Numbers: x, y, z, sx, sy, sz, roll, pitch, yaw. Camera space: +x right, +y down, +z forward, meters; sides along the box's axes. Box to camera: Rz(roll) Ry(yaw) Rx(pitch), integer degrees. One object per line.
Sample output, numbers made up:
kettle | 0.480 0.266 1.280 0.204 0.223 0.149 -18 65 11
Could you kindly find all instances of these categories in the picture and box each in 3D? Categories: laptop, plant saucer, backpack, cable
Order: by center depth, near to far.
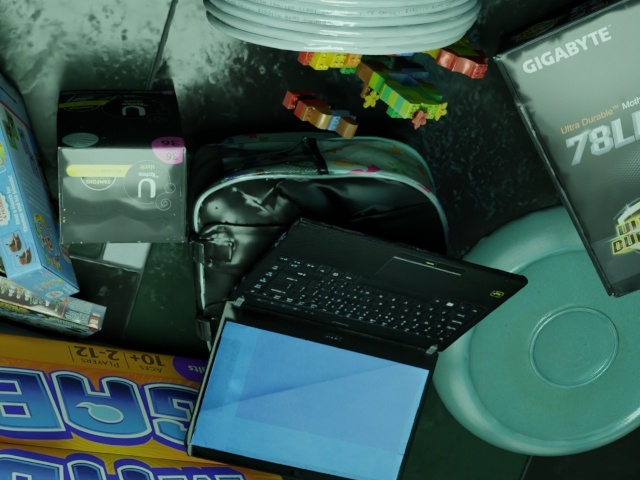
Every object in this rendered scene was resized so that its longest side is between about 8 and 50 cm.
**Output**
cable | 0.021 -0.236 1.501 0.257 0.257 0.089 5 111 3
laptop | 0.029 0.117 1.527 0.234 0.136 0.264 15 148 -21
backpack | 0.000 0.000 1.639 0.254 0.191 0.225 -3 119 0
plant saucer | 0.277 0.112 1.817 0.318 0.043 0.317 -3 114 -7

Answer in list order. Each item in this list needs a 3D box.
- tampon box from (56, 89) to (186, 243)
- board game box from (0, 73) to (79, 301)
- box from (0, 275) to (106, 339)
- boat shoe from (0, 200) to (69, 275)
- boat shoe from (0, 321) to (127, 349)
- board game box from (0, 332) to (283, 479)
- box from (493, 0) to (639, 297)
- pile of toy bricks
tampon box | -0.196 -0.074 1.592 0.121 0.161 0.101 -1 114 -9
board game box | -0.287 -0.056 1.535 0.039 0.160 0.211 -19 79 0
box | -0.297 0.067 1.679 0.137 0.094 0.027 18 75 -17
boat shoe | -0.378 -0.021 1.626 0.258 0.095 0.095 23 114 -18
boat shoe | -0.305 0.139 1.722 0.229 0.080 0.076 9 111 -21
board game box | -0.259 0.343 1.605 0.356 0.356 0.356 10 120 -26
box | 0.368 -0.124 1.645 0.296 0.073 0.293 -22 109 19
pile of toy bricks | 0.074 -0.145 1.587 0.212 0.105 0.118 -5 126 -43
